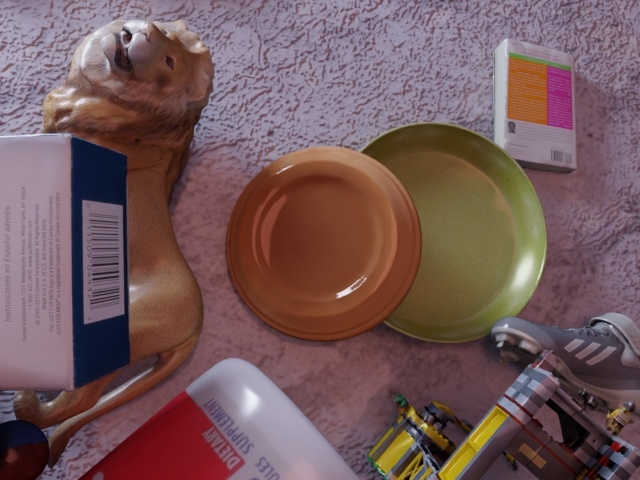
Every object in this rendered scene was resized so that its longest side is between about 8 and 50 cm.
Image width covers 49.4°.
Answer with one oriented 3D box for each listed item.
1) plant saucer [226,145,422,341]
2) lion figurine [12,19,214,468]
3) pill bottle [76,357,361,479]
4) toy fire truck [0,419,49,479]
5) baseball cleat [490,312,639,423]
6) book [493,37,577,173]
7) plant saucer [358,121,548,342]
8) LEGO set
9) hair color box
[{"bbox_3d":[0.000,0.000,0.692,0.200,0.037,0.199,-2,81,10],"label":"plant saucer"},{"bbox_3d":[-0.189,-0.008,0.657,0.240,0.142,0.392,-13,94,-21],"label":"lion figurine"},{"bbox_3d":[-0.150,0.301,0.527,0.408,0.229,0.229,-40,87,-16],"label":"pill bottle"},{"bbox_3d":[-0.327,0.176,0.452,0.254,0.302,0.169,-24,57,-2],"label":"toy fire truck"},{"bbox_3d":[0.268,0.111,0.734,0.206,0.072,0.109,33,66,-19],"label":"baseball cleat"},{"bbox_3d":[0.252,-0.155,0.813,0.096,0.035,0.144,7,76,-12],"label":"book"},{"bbox_3d":[0.125,-0.009,0.751,0.241,0.037,0.240,3,76,-11],"label":"plant saucer"},{"bbox_3d":[0.213,0.226,0.602,0.331,0.255,0.192,41,88,9],"label":"LEGO set"},{"bbox_3d":[-0.326,0.018,0.520,0.347,0.105,0.173,-1,89,6],"label":"hair color box"}]
